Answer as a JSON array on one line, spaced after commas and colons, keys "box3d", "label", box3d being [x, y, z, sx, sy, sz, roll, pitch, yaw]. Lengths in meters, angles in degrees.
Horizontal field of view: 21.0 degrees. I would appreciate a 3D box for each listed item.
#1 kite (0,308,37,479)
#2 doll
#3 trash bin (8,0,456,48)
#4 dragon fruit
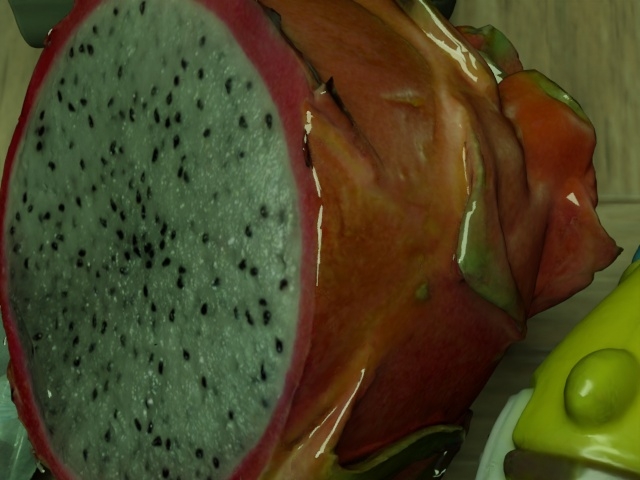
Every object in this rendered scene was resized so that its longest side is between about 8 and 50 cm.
[{"box3d": [-0.287, 0.076, 0.959, 0.310, 0.015, 0.169, 8, 49, 9], "label": "kite"}, {"box3d": [0.159, 0.098, 0.830, 0.145, 0.199, 0.363, 12, 51, 25], "label": "doll"}, {"box3d": [-0.057, -0.223, 0.992, 0.250, 0.220, 0.219, -8, 25, 7], "label": "trash bin"}, {"box3d": [0.000, 0.000, 0.856, 0.226, 0.305, 0.305, -1, 56, -40], "label": "dragon fruit"}]
